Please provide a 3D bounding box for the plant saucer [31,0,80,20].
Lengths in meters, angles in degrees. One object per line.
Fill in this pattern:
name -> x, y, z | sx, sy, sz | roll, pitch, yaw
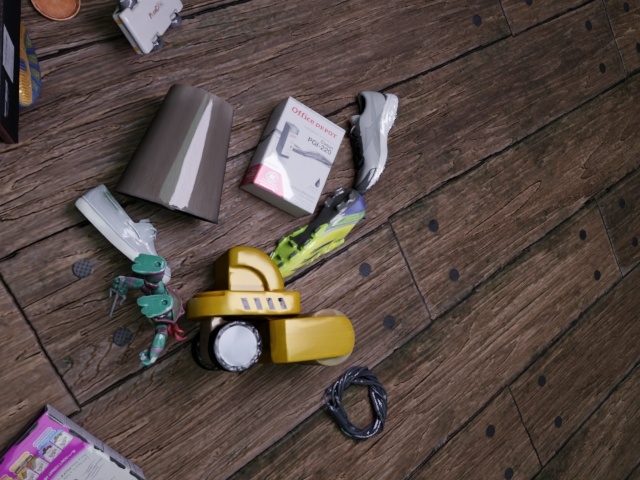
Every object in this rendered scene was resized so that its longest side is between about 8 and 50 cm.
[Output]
plant saucer -> -0.500, -0.455, 0.913 | 0.084, 0.013, 0.083 | 1, 87, -28

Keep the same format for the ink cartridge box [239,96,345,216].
ink cartridge box -> -0.060, -0.184, 1.087 | 0.159, 0.092, 0.217 | 27, 75, -24

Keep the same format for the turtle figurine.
turtle figurine -> -0.317, 0.127, 0.904 | 0.118, 0.234, 0.175 | -25, 72, -32

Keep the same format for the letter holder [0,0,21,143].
letter holder -> -0.560, -0.310, 0.683 | 0.215, 0.152, 0.301 | 1, 87, -23

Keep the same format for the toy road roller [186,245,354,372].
toy road roller -> -0.106, 0.141, 0.996 | 0.330, 0.202, 0.240 | 3, 76, -26

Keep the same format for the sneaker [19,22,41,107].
sneaker -> -0.587, -0.365, 0.830 | 0.131, 0.112, 0.296 | -17, 94, -10

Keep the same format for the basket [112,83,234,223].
basket -> -0.262, -0.169, 0.934 | 0.205, 0.154, 0.226 | 18, 85, -32

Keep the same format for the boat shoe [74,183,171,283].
boat shoe -> -0.360, -0.014, 0.932 | 0.081, 0.079, 0.227 | -47, 105, -16

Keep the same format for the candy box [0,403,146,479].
candy box -> -0.459, 0.432, 0.870 | 0.233, 0.071, 0.159 | 47, 69, -17

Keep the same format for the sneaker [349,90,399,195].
sneaker -> 0.112, -0.239, 1.185 | 0.108, 0.100, 0.271 | 13, 78, -12

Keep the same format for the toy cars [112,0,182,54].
toy cars -> -0.357, -0.543, 0.943 | 0.176, 0.087, 0.393 | -4, 90, -68

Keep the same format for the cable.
cable -> 0.097, 0.397, 1.179 | 0.150, 0.047, 0.184 | -44, 105, -27

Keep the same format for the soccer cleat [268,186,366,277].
soccer cleat -> 0.001, 0.000, 1.114 | 0.289, 0.093, 0.121 | -44, 130, -16
